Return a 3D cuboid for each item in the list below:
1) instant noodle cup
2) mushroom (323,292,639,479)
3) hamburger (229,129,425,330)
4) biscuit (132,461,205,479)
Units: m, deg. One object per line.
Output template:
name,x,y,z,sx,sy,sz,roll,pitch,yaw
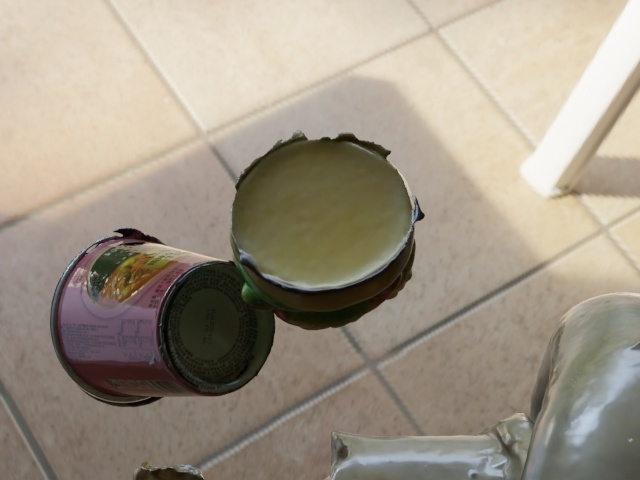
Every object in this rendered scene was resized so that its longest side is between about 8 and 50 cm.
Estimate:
instant noodle cup,-0.188,0.106,1.523,0.244,0.255,0.244,1,88,-35
mushroom,0.145,0.169,0.817,0.290,0.292,0.293,7,58,11
hamburger,0.000,0.000,1.387,0.237,0.149,0.237,-1,61,2
biscuit,-0.121,0.299,1.255,0.183,0.061,0.118,24,97,-5
